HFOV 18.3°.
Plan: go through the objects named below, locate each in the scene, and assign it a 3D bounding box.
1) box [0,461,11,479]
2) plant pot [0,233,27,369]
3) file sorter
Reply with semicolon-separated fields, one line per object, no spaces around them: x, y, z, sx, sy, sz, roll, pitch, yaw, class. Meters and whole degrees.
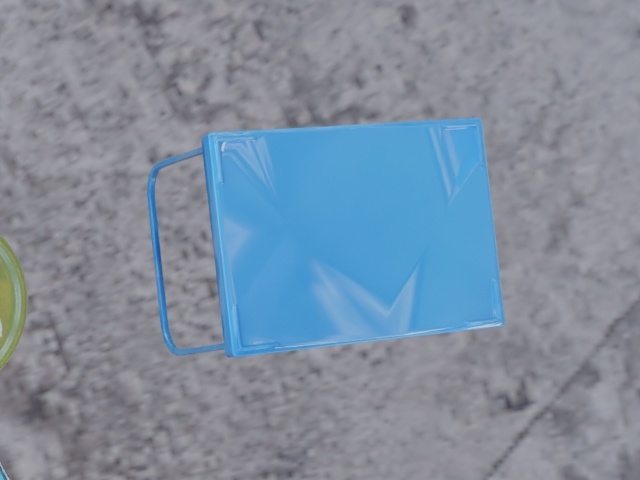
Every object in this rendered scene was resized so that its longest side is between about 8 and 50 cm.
-0.182;0.099;0.853;0.060;0.244;0.101;-30;108;-17;box
-0.367;0.037;1.589;0.274;0.293;0.275;-3;95;-40;plant pot
0.000;0.000;1.120;0.170;0.104;0.118;-5;87;-28;file sorter
